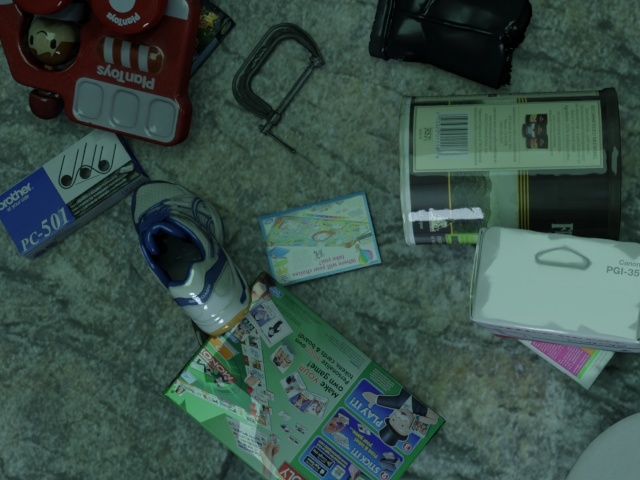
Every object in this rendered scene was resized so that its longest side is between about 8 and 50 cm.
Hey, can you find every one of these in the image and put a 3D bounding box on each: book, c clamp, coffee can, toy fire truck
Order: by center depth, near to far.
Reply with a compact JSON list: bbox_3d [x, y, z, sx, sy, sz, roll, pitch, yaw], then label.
[{"bbox_3d":[0.247,-0.095,1.840,0.275,0.201,0.202,-1,84,9],"label":"coffee can"},{"bbox_3d":[0.327,0.120,1.891,0.144,0.035,0.096,37,91,12],"label":"book"},{"bbox_3d":[-0.311,-0.275,1.926,0.302,0.169,0.254,14,105,11],"label":"toy fire truck"},{"bbox_3d":[-0.051,-0.222,1.990,0.137,0.022,0.161,31,90,15],"label":"c clamp"}]

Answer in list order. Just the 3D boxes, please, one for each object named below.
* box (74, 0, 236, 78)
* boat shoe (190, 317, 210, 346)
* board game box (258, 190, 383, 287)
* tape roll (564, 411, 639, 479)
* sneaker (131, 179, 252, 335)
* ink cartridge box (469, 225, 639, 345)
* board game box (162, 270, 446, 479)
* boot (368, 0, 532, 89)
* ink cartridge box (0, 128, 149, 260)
[{"bbox_3d":[-0.261,-0.324,2.016,0.233,0.044,0.159,39,91,10],"label":"box"},{"bbox_3d":[-0.119,0.164,1.939,0.079,0.084,0.233,-22,87,43],"label":"boat shoe"},{"bbox_3d":[0.000,0.000,1.953,0.154,0.026,0.103,-13,82,6],"label":"board game box"},{"bbox_3d":[0.446,0.398,1.708,0.392,0.072,0.392,-11,75,47],"label":"tape roll"},{"bbox_3d":[-0.191,-0.007,1.875,0.112,0.131,0.296,-42,46,2],"label":"sneaker"},{"bbox_3d":[0.303,0.067,1.742,0.207,0.283,0.117,7,84,14],"label":"ink cartridge box"},{"bbox_3d":[-0.022,0.222,1.872,0.317,0.046,0.213,40,83,-3],"label":"board game box"},{"bbox_3d":[0.191,-0.343,1.927,0.207,0.094,0.247,13,93,13],"label":"boot"},{"bbox_3d":[-0.356,-0.070,2.001,0.207,0.046,0.097,-34,79,4],"label":"ink cartridge box"}]
